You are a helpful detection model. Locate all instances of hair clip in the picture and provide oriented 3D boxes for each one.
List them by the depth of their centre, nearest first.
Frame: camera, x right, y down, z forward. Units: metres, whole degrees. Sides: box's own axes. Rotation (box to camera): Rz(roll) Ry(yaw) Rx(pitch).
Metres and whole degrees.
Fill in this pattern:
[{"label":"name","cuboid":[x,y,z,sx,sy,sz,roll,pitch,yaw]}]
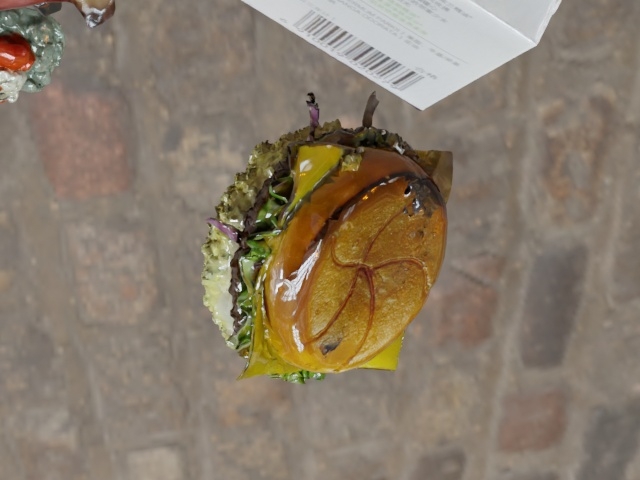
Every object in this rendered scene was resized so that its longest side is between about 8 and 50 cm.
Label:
[{"label":"hair clip","cuboid":[-0.420,-0.215,1.728,0.321,0.091,0.138,19,148,-16]}]

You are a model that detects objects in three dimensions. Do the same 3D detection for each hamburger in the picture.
[{"label":"hamburger","cuboid":[0.000,0.000,1.422,0.243,0.139,0.261,5,111,-51]}]

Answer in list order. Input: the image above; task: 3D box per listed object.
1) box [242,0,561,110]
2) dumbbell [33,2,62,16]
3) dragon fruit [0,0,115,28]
[{"label":"box","cuboid":[0.013,-0.203,1.067,0.260,0.111,0.194,33,164,-12]},{"label":"dumbbell","cuboid":[-0.198,-0.212,1.390,0.083,0.040,0.036,-20,130,5]},{"label":"dragon fruit","cuboid":[-0.205,-0.196,0.569,0.329,0.286,0.228,-18,128,6]}]
